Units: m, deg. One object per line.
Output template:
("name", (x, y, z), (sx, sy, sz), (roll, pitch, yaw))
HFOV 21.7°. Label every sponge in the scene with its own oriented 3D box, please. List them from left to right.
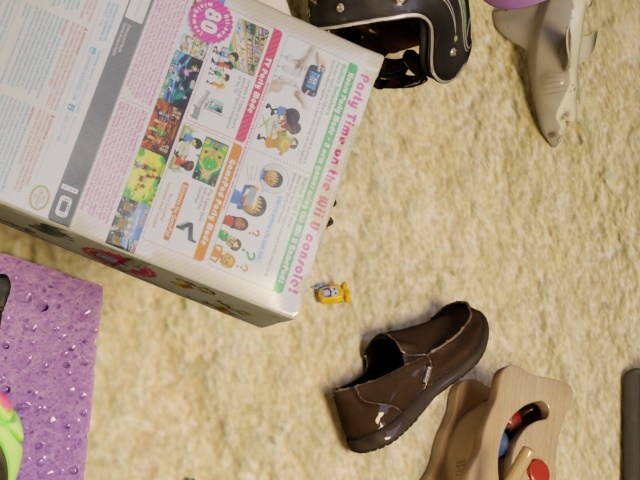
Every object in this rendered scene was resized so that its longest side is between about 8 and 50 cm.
("sponge", (-0.238, 0.121, 1.343), (0.117, 0.031, 0.210), (20, 63, -38))

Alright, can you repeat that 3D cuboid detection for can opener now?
("can opener", (0.354, 0.265, 1.836), (0.095, 0.076, 0.283), (24, 59, -38))

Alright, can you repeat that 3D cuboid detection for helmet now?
("helmet", (0.067, -0.236, 1.668), (0.161, 0.169, 0.169), (61, 43, -33))

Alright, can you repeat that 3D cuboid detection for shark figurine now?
("shark figurine", (0.261, -0.267, 1.917), (0.166, 0.116, 0.278), (60, 42, -61))

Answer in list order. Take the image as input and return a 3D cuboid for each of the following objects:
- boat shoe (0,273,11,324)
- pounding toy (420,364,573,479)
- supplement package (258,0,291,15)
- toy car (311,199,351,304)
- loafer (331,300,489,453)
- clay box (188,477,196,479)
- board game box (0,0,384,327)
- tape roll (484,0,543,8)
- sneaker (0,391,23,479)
("boat shoe", (-0.353, -0.012, 1.190), (0.340, 0.127, 0.113), (38, 74, -32))
("pounding toy", (0.203, 0.245, 1.639), (0.154, 0.155, 0.269), (39, 52, -23))
("supplement package", (-0.152, -0.202, 1.432), (0.178, 0.175, 0.292), (-16, 88, -44))
("toy car", (0.000, 0.000, 1.600), (0.041, 0.060, 0.122), (-10, 75, -14))
("loafer", (0.089, 0.116, 1.626), (0.220, 0.080, 0.078), (-44, 108, -43))
("clay box", (-0.043, 0.309, 1.453), (0.222, 0.053, 0.127), (40, 51, -28))
("board game box", (-0.131, -0.091, 1.254), (0.303, 0.097, 0.224), (23, 75, -15))
("tape roll", (0.250, -0.384, 1.812), (0.090, 0.275, 0.274), (40, 52, -28))
("sneaker", (-0.416, 0.142, 1.039), (0.483, 0.185, 0.202), (15, 73, -28))
